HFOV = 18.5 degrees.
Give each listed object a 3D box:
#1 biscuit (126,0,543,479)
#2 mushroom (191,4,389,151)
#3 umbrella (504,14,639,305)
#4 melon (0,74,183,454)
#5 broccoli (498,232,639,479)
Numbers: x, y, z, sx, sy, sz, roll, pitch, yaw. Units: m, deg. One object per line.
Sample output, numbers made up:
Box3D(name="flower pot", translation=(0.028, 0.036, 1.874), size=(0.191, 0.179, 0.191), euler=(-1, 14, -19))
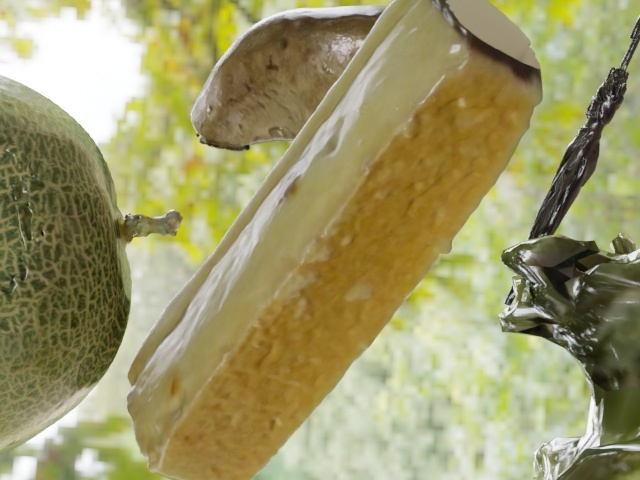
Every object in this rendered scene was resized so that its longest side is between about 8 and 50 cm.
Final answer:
Box3D(name="biscuit", translation=(0.000, 0.000, 0.647), size=(0.188, 0.052, 0.056), euler=(-53, 40, 20))
Box3D(name="mushroom", translation=(0.002, -0.120, 1.399), size=(0.072, 0.209, 0.094), euler=(-67, -29, -67))
Box3D(name="umbrella", translation=(0.098, -0.030, 0.741), size=(0.122, 0.013, 0.022), euler=(-65, -13, 7))
Box3D(name="melon", translation=(-0.139, 0.009, 0.635), size=(0.139, 0.192, 0.139), euler=(171, 90, -89))
Box3D(name="broccoli", translation=(0.181, 0.127, 0.594), size=(0.334, 0.324, 0.272), euler=(41, 159, 42))
